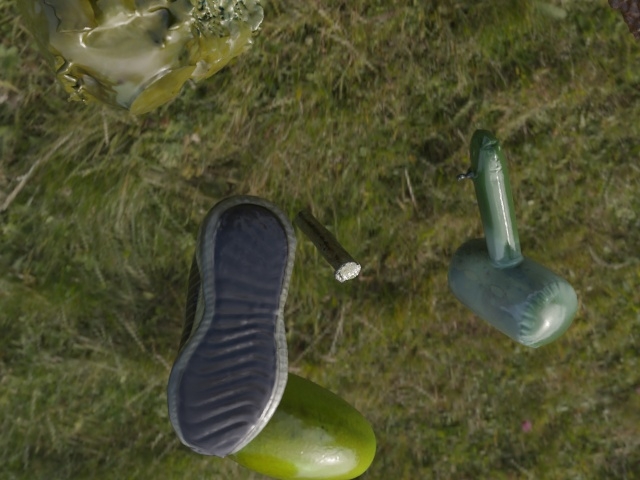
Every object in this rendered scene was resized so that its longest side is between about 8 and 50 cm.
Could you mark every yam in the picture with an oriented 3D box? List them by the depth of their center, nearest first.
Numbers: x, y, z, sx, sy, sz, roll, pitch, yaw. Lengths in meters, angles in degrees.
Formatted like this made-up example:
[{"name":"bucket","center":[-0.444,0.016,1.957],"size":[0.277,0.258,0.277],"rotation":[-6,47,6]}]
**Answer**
[{"name":"yam","center":[0.000,0.000,1.009],"size":[0.033,0.129,0.027],"rotation":[-17,128,-22]}]

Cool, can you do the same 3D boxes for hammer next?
[{"name":"hammer","center":[0.256,-0.009,1.315],"size":[0.119,0.206,0.335],"rotation":[-33,126,-19]}]

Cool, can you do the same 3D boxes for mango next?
[{"name":"mango","center":[-0.038,0.280,1.363],"size":[0.273,0.185,0.149],"rotation":[20,90,-9]}]

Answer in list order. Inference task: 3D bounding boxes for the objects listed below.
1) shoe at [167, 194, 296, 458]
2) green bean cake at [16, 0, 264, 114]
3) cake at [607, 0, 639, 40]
[{"name":"shoe","center":[-0.081,0.072,0.814],"size":[0.099,0.112,0.227],"rotation":[10,90,-14]},{"name":"green bean cake","center":[-0.204,-0.273,1.107],"size":[0.285,0.310,0.202],"rotation":[-22,92,-8]},{"name":"cake","center":[0.288,-0.221,0.664],"size":[0.147,0.134,0.135],"rotation":[47,154,1]}]
